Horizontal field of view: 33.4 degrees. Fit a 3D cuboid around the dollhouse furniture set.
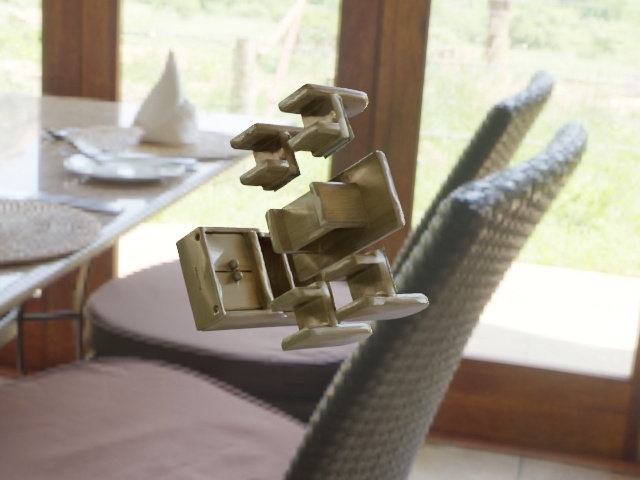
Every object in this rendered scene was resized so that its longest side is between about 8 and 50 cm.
[{"bbox_3d":[0.000,0.000,1.044,0.161,0.212,0.242,1,-23,-45],"label":"dollhouse furniture set"}]
